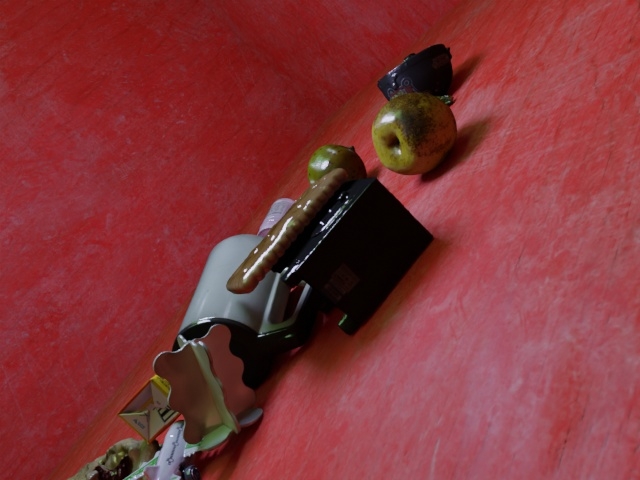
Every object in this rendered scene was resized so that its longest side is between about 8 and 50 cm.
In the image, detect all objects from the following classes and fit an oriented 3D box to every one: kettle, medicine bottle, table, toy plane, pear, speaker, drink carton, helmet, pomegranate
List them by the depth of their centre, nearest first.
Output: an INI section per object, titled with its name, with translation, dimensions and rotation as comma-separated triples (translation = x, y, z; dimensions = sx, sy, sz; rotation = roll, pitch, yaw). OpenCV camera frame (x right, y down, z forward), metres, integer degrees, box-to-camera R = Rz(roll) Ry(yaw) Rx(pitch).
[table]
translation = -0.226, 0.283, 0.945
dimensions = 0.167, 0.198, 0.166
rotation = -19, 9, 3
[speaker]
translation = 0.046, 0.019, 0.962
dimensions = 0.254, 0.184, 0.232
rotation = -49, 14, -6
[toy plane]
translation = -0.308, 0.462, 0.998
dimensions = 0.251, 0.101, 0.255
rotation = -26, 5, 3
[pear]
translation = 0.228, -0.256, 1.126
dimensions = 0.197, 0.197, 0.197
rotation = -45, 15, 16
[kettle]
translation = -0.159, 0.164, 1.181
dimensions = 0.362, 0.249, 0.376
rotation = -15, 26, 11
[drink carton]
translation = -0.350, 0.354, 1.238
dimensions = 0.154, 0.111, 0.351
rotation = -45, 0, 18
[pomegranate]
translation = 0.031, -0.202, 1.501
dimensions = 0.246, 0.198, 0.198
rotation = -27, 3, -29
[helmet]
translation = 0.325, -0.505, 1.520
dimensions = 0.279, 0.160, 0.231
rotation = -26, 0, -36
[medicine bottle]
translation = -0.159, -0.058, 1.855
dimensions = 0.133, 0.133, 0.249
rotation = -41, 17, 27

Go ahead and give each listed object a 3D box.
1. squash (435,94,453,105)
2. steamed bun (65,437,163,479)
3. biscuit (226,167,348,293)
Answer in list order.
[squash]
translation = 0.299, -0.383, 1.473
dimensions = 0.252, 0.066, 0.066
rotation = -30, 24, 51
[steamed bun]
translation = -0.541, 0.614, 1.181
dimensions = 0.428, 0.189, 0.247
rotation = -34, 28, 43
[biscuit]
translation = -0.078, -0.019, 0.993
dimensions = 0.324, 0.044, 0.217
rotation = -51, 9, -16
